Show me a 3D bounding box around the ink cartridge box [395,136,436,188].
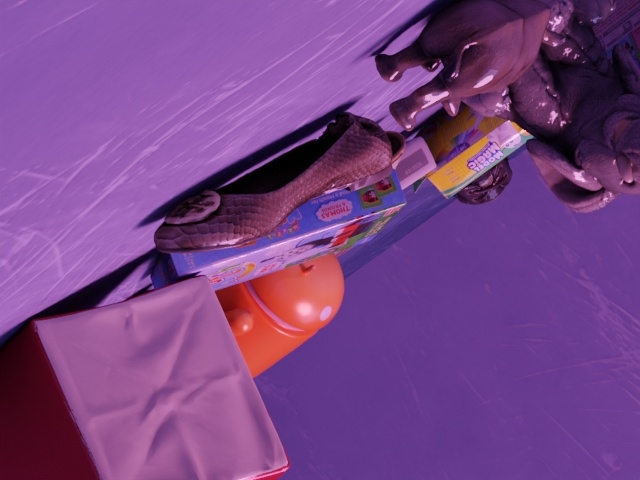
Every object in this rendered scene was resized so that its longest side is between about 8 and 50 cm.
[{"bbox_3d":[0.021,-0.054,2.132,0.145,0.045,0.179,-33,-166,-29],"label":"ink cartridge box"}]

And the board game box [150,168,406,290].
[{"bbox_3d":[-0.041,0.000,1.764,0.212,0.039,0.160,-17,172,-13],"label":"board game box"}]

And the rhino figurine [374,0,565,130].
[{"bbox_3d":[0.126,-0.149,1.511,0.106,0.073,0.243,-33,178,24],"label":"rhino figurine"}]

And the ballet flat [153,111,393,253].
[{"bbox_3d":[-0.035,-0.048,1.557,0.250,0.058,0.084,-25,-154,-39],"label":"ballet flat"}]

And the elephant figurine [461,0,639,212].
[{"bbox_3d":[0.242,-0.100,1.730,0.169,0.239,0.186,-42,-178,34],"label":"elephant figurine"}]

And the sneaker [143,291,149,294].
[{"bbox_3d":[-0.166,0.097,1.971,0.087,0.083,0.221,-42,-179,-12],"label":"sneaker"}]

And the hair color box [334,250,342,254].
[{"bbox_3d":[0.000,0.000,2.357,0.167,0.053,0.093,-31,173,-31],"label":"hair color box"}]

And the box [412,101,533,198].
[{"bbox_3d":[0.172,-0.118,2.134,0.179,0.043,0.105,-34,-152,18],"label":"box"}]

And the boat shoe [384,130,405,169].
[{"bbox_3d":[0.034,-0.077,1.821,0.045,0.050,0.135,-56,164,29],"label":"boat shoe"}]

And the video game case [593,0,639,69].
[{"bbox_3d":[0.302,-0.182,1.837,0.023,0.193,0.212,19,135,-41],"label":"video game case"}]

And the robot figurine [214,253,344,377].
[{"bbox_3d":[-0.065,0.064,2.040,0.158,0.128,0.219,17,137,-43],"label":"robot figurine"}]

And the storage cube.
[{"bbox_3d":[-0.172,0.166,1.672,0.184,0.215,0.193,-14,163,-38],"label":"storage cube"}]

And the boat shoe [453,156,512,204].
[{"bbox_3d":[0.216,-0.096,2.694,0.103,0.092,0.285,-35,176,1],"label":"boat shoe"}]
